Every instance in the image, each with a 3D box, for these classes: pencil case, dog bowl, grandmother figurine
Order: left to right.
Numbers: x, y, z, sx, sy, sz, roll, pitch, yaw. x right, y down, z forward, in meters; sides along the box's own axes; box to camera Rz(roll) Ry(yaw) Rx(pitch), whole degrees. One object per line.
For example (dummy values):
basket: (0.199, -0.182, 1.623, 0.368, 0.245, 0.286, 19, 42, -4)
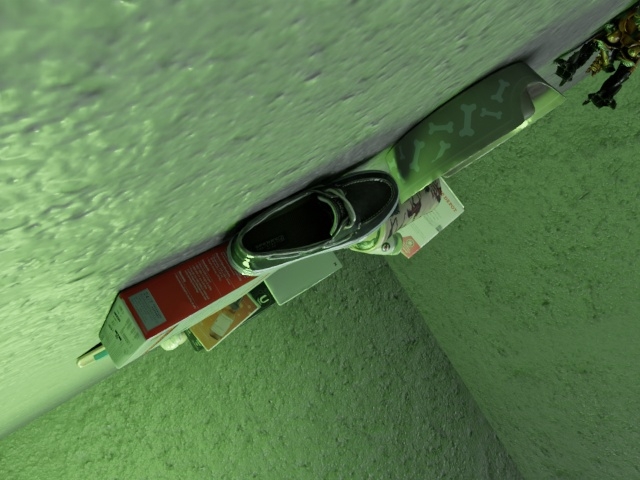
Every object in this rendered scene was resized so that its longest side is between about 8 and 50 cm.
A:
grandmother figurine: (-0.433, 0.285, 1.577, 0.342, 0.104, 0.208, -32, 169, -43)
pencil case: (0.220, -0.099, 1.330, 0.410, 0.160, 0.183, -29, 160, -45)
dog bowl: (0.282, -0.206, 0.843, 0.349, 0.102, 0.349, -31, 177, -2)

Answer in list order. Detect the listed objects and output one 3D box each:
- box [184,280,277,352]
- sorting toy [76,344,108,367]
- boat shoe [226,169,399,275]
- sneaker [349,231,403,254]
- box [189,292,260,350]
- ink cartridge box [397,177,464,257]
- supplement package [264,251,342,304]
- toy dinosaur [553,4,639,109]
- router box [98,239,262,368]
box: (-0.273, 0.194, 1.286, 0.270, 0.143, 0.165, -32, 177, -6)
sorting toy: (-0.466, 0.238, 1.072, 0.208, 0.038, 0.193, -33, 176, 18)
boat shoe: (0.009, -0.032, 0.717, 0.335, 0.121, 0.119, -29, 179, -20)
sneaker: (0.132, -0.030, 1.512, 0.146, 0.122, 0.331, -4, -165, -27)
box: (-0.268, 0.187, 1.153, 0.170, 0.130, 0.091, -41, 177, -7)
ink cartridge box: (0.365, -0.106, 1.635, 0.283, 0.207, 0.117, -41, -165, 3)
supplement package: (-0.066, 0.064, 1.193, 0.194, 0.149, 0.203, -32, 177, -6)
toy dinosaur: (0.678, -0.424, 0.976, 0.218, 0.164, 0.322, -49, 151, 13)
router box: (-0.248, 0.112, 0.832, 0.301, 0.082, 0.335, -29, 176, -38)
